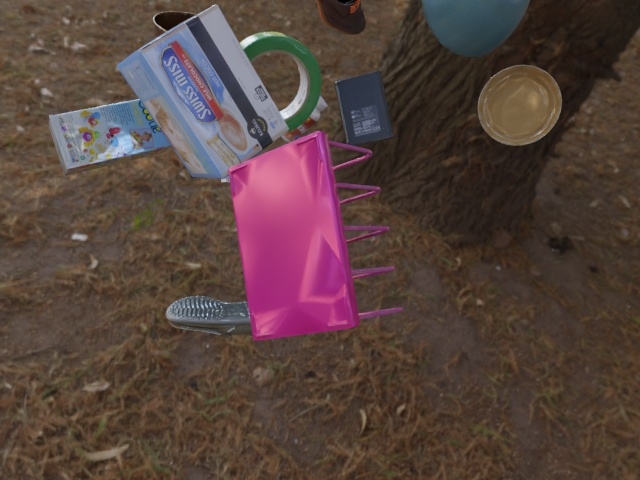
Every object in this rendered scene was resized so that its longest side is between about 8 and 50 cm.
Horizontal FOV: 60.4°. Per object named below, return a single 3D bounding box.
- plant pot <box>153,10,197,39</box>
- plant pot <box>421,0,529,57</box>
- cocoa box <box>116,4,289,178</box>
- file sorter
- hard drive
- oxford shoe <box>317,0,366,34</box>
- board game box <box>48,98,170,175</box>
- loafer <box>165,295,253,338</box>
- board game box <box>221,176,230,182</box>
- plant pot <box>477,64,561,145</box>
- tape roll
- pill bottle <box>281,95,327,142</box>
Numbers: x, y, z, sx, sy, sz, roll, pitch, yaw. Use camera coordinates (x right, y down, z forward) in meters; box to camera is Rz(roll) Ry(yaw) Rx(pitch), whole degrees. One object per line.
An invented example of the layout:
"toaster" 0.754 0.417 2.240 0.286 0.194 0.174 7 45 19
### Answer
"plant pot" -0.387 -0.517 1.613 0.215 0.230 0.215 11 36 -8
"plant pot" 0.443 -0.663 1.460 0.290 0.195 0.290 1 87 -22
"cocoa box" -0.294 -0.356 1.377 0.228 0.347 0.231 -41 26 -22
"file sorter" 0.000 0.000 0.916 0.182 0.202 0.290 -1 79 -52
"hard drive" 0.086 -0.259 1.088 0.094 0.135 0.022 -11 -2 11
"oxford shoe" 0.052 -0.545 1.261 0.098 0.097 0.271 36 8 28
"board game box" -0.572 -0.284 1.497 0.275 0.144 0.142 -19 7 -25
"loafer" -0.236 0.194 1.291 0.251 0.087 0.094 7 30 -14
"board game box" -0.286 -0.270 1.875 0.103 0.154 0.026 2 0 -45
"plant pot" 0.597 -0.404 1.655 0.236 0.236 0.032 31 15 15
"tape roll" -0.158 -0.504 1.784 0.321 0.321 0.077 -3 31 -23
"pill bottle" -0.080 -0.509 2.246 0.121 0.216 0.121 43 21 -20
